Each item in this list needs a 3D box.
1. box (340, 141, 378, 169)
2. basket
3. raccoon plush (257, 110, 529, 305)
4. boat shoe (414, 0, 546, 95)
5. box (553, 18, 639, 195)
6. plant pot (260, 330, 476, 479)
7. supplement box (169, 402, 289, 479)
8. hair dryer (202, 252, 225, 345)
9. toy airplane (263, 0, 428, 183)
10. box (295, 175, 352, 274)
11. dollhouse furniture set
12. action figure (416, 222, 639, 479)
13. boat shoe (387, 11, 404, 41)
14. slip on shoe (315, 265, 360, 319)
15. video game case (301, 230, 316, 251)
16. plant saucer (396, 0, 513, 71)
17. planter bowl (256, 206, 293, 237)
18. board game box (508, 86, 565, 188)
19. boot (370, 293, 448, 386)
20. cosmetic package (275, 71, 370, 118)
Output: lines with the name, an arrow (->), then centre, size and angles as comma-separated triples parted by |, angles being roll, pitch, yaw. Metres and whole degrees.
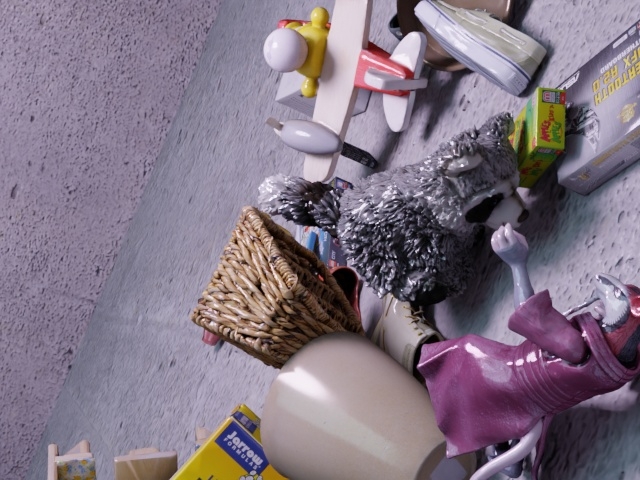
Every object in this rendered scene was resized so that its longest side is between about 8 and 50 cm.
box -> 0.073, -0.181, 2.124 | 0.018, 0.083, 0.067 | -62, 26, 15
basket -> -0.029, 0.106, 1.693 | 0.213, 0.299, 0.223 | 18, 76, 33
raccoon plush -> 0.100, -0.088, 1.575 | 0.216, 0.446, 0.299 | -65, -15, -48
boat shoe -> 0.282, -0.358, 1.800 | 0.094, 0.109, 0.302 | -46, 50, 4
box -> 0.428, -0.198, 1.447 | 0.231, 0.056, 0.183 | -41, 35, 45
plant pot -> 0.093, 0.299, 1.520 | 0.274, 0.256, 0.257 | 22, 89, 49
supplement box -> -0.196, 0.487, 1.775 | 0.356, 0.195, 0.194 | -48, -2, 0
hair dryer -> -0.225, 0.124, 2.516 | 0.223, 0.080, 0.294 | 127, 163, -63
toy airplane -> 0.024, -0.351, 1.988 | 0.384, 0.272, 0.386 | -38, 58, 52
box -> 0.000, 0.000, 2.162 | 0.159, 0.044, 0.233 | -39, 37, 47
dollhouse furniture set -> -0.326, 0.596, 1.962 | 0.256, 0.361, 0.394 | -119, 28, -61
action figure -> 0.270, 0.161, 1.230 | 0.370, 0.248, 0.276 | -42, 35, 48
boat shoe -> 0.253, -0.472, 1.988 | 0.319, 0.099, 0.116 | -33, 38, 50
slip on shoe -> 0.017, 0.180, 1.895 | 0.101, 0.123, 0.331 | -39, 32, 40
video game case -> -0.060, 0.071, 2.115 | 0.166, 0.015, 0.119 | -55, 11, 28
plant saucer -> 0.256, -0.457, 1.908 | 0.277, 0.041, 0.278 | 9, 102, 46
planter bowl -> -0.106, 0.038, 2.249 | 0.217, 0.090, 0.217 | -175, 90, -90
board game box -> 0.322, -0.151, 1.535 | 0.181, 0.043, 0.092 | 105, 170, -74
boot -> 0.159, 0.128, 1.688 | 0.165, 0.077, 0.213 | 26, 99, 67
cosmetic package -> 0.016, -0.373, 2.324 | 0.183, 0.151, 0.152 | -10, 61, 63
